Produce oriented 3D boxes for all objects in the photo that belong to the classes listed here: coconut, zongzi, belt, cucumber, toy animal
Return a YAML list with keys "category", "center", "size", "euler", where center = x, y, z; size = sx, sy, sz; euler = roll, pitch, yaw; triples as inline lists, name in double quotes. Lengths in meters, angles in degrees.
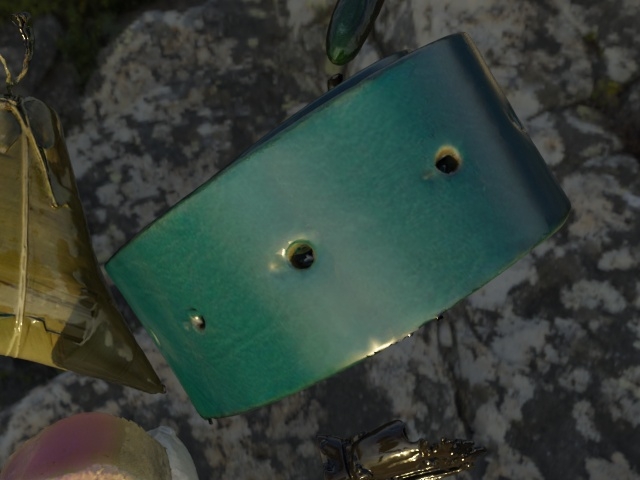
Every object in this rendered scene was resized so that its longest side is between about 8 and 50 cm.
- category: "coconut"
  center: [-0.267, 0.338, 1.122]
  size: [0.233, 0.233, 0.245]
  euler: [-10, 19, -5]
- category: "zongzi"
  center: [-0.348, -0.038, 1.350]
  size: [0.418, 0.181, 0.447]
  euler: [21, 77, -24]
- category: "belt"
  center: [-0.002, -0.005, 0.754]
  size: [0.300, 0.436, 0.173]
  euler: [-31, 88, -17]
- category: "cucumber"
  center: [0.056, -0.304, 1.085]
  size: [0.056, 0.056, 0.284]
  euler: [12, 65, 11]
- category: "toy animal"
  center: [-0.242, 0.448, 1.598]
  size: [0.138, 0.140, 0.283]
  euler: [-26, 95, -23]

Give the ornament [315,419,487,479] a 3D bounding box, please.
- category: "ornament"
  center: [0.148, 0.364, 1.615]
  size: [0.260, 0.251, 0.106]
  euler: [-15, 57, 12]
